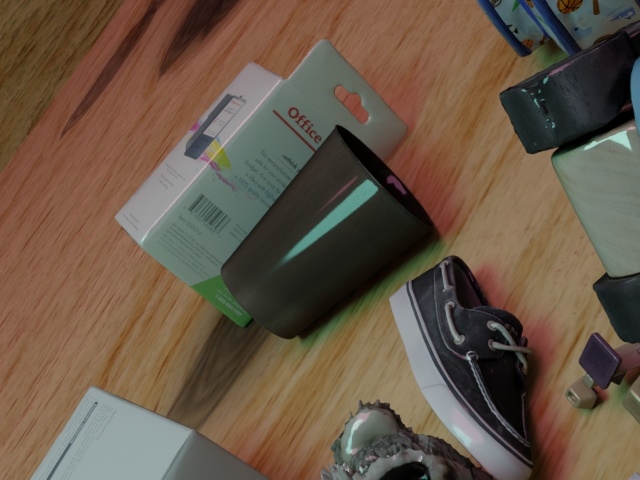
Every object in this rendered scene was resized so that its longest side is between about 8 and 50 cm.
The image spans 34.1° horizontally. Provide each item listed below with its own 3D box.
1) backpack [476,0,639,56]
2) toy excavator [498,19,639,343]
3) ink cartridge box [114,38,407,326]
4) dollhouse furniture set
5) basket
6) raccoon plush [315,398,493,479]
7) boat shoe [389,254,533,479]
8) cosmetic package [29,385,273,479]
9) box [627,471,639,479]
[{"bbox_3d":[0.270,-0.339,1.216,0.213,0.277,0.263,-40,39,22],"label":"backpack"},{"bbox_3d":[0.432,-0.135,0.789,0.445,0.222,0.433,-22,6,42],"label":"toy excavator"},{"bbox_3d":[-0.074,-0.089,1.392,0.353,0.207,0.119,-49,33,-2],"label":"ink cartridge box"},{"bbox_3d":[0.288,0.136,0.907,0.081,0.091,0.114,-17,50,-26],"label":"dollhouse furniture set"},{"bbox_3d":[0.000,0.000,1.271,0.227,0.154,0.204,-46,34,11],"label":"basket"},{"bbox_3d":[-0.032,0.326,0.923,0.446,0.216,0.299,-24,32,34],"label":"raccoon plush"},{"bbox_3d":[0.154,0.112,1.012,0.102,0.108,0.301,-42,25,13],"label":"boat shoe"},{"bbox_3d":[-0.140,0.276,1.066,0.225,0.224,0.138,9,63,53],"label":"cosmetic package"},{"bbox_3d":[0.243,0.253,0.765,0.109,0.042,0.178,-44,13,3],"label":"box"}]
